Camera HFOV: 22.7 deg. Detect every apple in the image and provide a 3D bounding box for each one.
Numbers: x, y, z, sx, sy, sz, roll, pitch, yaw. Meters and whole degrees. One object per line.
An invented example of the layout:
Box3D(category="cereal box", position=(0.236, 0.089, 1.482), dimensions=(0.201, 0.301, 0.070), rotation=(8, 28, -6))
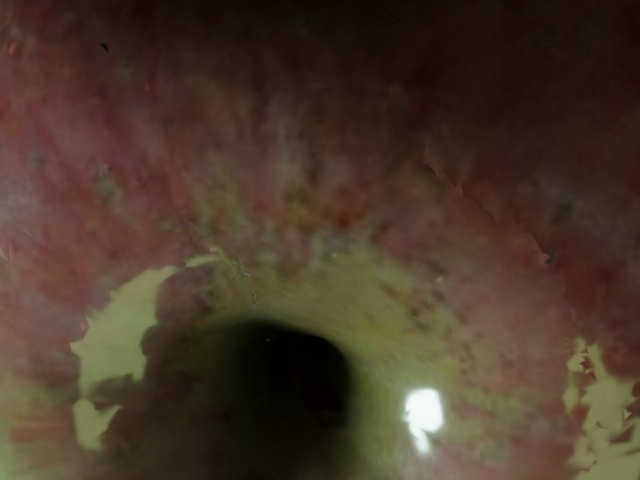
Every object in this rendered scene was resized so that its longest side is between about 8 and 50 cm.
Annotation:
Box3D(category="apple", position=(0.000, 0.000, 0.586), dimensions=(0.344, 0.345, 0.269), rotation=(-17, -160, 15))
